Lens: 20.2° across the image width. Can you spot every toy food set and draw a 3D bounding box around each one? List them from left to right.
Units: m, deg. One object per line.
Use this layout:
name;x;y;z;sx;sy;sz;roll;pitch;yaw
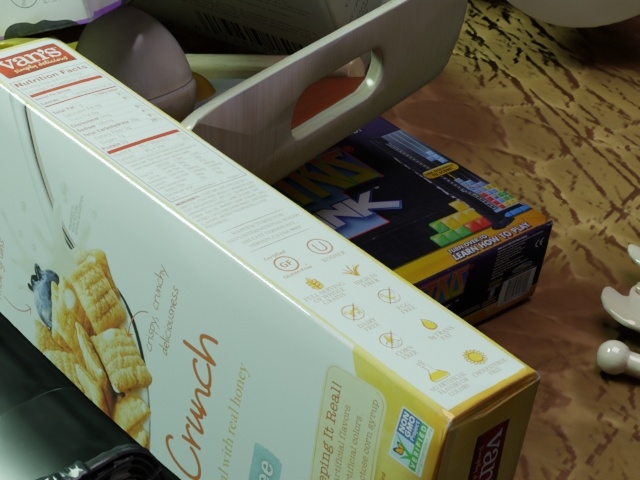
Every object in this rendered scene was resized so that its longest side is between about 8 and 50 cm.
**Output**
toy food set;-0.115;-0.078;0.812;0.306;0.092;0.219;5;26;33

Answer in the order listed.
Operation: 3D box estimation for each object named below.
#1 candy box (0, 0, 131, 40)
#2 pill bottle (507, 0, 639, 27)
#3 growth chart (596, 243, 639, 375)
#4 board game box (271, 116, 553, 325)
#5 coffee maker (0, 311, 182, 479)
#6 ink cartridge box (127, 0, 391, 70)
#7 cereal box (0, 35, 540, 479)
candy box;-0.148;-0.123;0.737;0.196;0.070;0.165;-8;17;24
pill bottle;0.109;-0.309;1.174;0.229;0.229;0.408;-2;35;-19
growth chart;0.238;0.027;0.884;0.172;0.021;0.237;22;34;18
board game box;0.000;0.000;0.833;0.141;0.048;0.170;35;40;31
coffee maker;-0.104;0.079;0.564;0.120;0.171;0.178;-20;43;-39
ink cartridge box;-0.122;-0.191;0.936;0.296;0.066;0.261;19;-10;14
cereal box;-0.043;0.057;0.617;0.047;0.173;0.240;-23;45;-39
